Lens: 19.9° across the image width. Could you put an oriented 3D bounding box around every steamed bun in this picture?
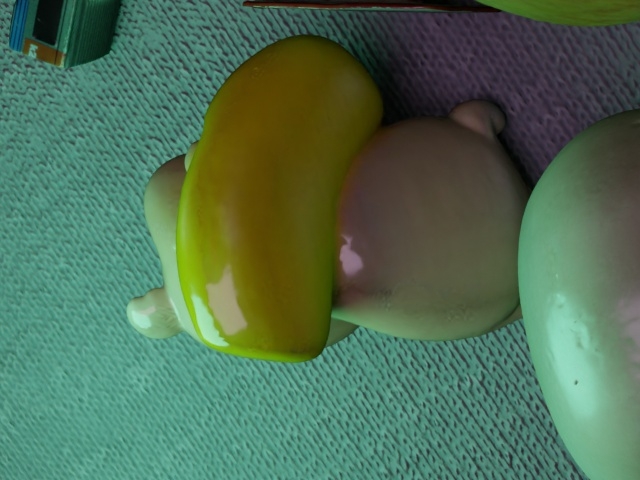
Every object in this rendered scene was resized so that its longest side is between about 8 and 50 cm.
[{"bbox_3d":[0.264,0.059,1.391,0.206,0.324,0.324,-15,99,19],"label":"steamed bun"}]

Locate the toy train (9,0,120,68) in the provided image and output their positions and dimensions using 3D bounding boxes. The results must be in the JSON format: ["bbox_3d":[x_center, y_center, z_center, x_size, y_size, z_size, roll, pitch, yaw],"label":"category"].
[{"bbox_3d":[-0.196,-0.357,1.637,0.089,0.086,0.409,24,115,18],"label":"toy train"}]

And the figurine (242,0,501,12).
[{"bbox_3d":[0.046,-0.302,1.505,0.183,0.160,0.226,4,99,26],"label":"figurine"}]

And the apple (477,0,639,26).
[{"bbox_3d":[0.183,-0.340,1.272,0.346,0.391,0.391,41,121,-5],"label":"apple"}]

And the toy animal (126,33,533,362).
[{"bbox_3d":[-0.002,-0.021,1.585,0.247,0.345,0.278,139,119,-64],"label":"toy animal"}]
